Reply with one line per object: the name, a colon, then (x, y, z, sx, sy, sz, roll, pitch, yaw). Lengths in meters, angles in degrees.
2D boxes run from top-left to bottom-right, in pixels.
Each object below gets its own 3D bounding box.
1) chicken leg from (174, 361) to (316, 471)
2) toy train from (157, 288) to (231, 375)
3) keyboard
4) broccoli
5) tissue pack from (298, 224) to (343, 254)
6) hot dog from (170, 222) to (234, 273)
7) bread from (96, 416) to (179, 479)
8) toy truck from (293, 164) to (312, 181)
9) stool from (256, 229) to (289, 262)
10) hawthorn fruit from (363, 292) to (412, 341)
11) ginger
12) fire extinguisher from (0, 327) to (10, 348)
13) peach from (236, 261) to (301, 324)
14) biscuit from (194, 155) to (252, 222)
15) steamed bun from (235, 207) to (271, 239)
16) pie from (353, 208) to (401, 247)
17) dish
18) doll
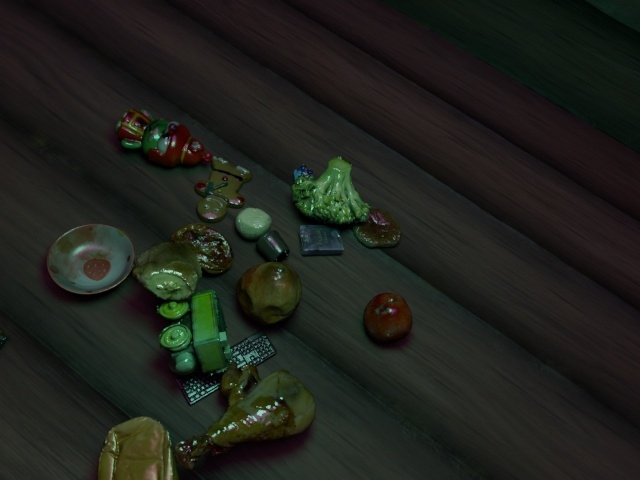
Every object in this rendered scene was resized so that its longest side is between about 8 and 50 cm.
chicken leg: (-0.227, 0.476, 1.419, 0.409, 0.182, 0.295, -20, 51, -35)
toy train: (-0.372, 0.272, 1.506, 0.188, 0.159, 0.272, -12, 38, -8)
keyboard: (-0.286, 0.383, 1.568, 0.309, 0.018, 0.101, -26, 67, -28)
broccoli: (0.050, -0.176, 1.881, 0.287, 0.246, 0.248, -6, 35, -34)
tissue pack: (0.000, 0.000, 1.882, 0.156, 0.051, 0.113, -1, 57, -16)
hot dog: (-0.404, 0.029, 1.731, 0.226, 0.099, 0.161, 24, 55, -1)
bread: (-0.453, 0.607, 1.292, 0.204, 0.156, 0.288, -17, 61, -8)
toy truck: (-0.077, -0.252, 2.035, 0.073, 0.056, 0.090, 35, 69, 15)
stool: (-0.167, 0.025, 1.797, 0.096, 0.096, 0.110, -32, 73, -30)
hawthorn fruit: (0.222, 0.255, 1.694, 0.172, 0.173, 0.173, 7, 55, -10)
ginger: (-0.475, 0.089, 1.541, 0.275, 0.130, 0.221, 19, 21, 35)
fire extinguisher: (-0.966, 0.251, 1.460, 0.177, 0.050, 0.062, 36, 37, 11)
peach: (-0.152, 0.157, 1.628, 0.214, 0.235, 0.215, 11, 58, -18)
biscuit: (-0.373, -0.191, 1.917, 0.196, 0.049, 0.302, 19, 55, 1)
steamed bun: (-0.243, -0.052, 1.826, 0.129, 0.091, 0.113, 16, 44, 13)
pie: (0.219, -0.050, 1.977, 0.194, 0.046, 0.195, 7, 54, -10)
dish: (-0.722, 0.073, 1.624, 0.259, 0.085, 0.261, 6, 55, -8)
doll: (-0.580, -0.367, 1.911, 0.362, 0.160, 0.183, 19, 55, -4)
